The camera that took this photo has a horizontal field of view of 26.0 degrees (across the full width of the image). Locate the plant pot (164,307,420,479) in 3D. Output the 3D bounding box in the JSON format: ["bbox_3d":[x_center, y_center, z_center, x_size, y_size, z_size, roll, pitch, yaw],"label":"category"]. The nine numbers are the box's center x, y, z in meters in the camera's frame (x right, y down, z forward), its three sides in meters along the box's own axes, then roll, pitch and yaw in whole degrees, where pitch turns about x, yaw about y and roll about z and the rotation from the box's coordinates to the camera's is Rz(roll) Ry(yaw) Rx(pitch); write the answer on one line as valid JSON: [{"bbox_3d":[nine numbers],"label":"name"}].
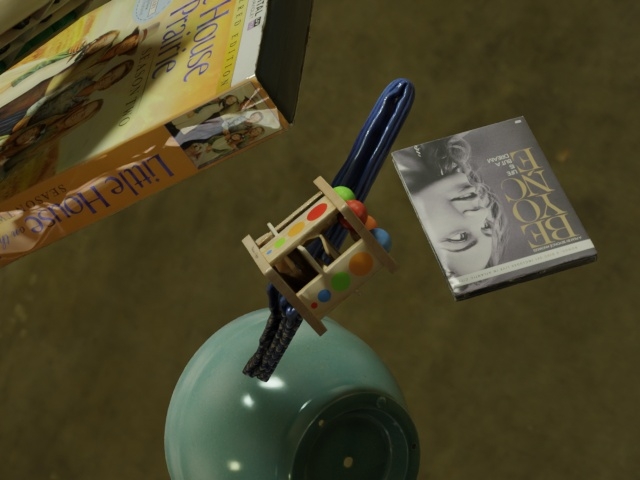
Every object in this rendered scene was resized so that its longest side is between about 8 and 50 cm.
[{"bbox_3d":[-0.007,0.237,1.608,0.196,0.293,0.293,14,82,57],"label":"plant pot"}]

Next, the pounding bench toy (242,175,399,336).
[{"bbox_3d":[-0.002,0.000,0.774,0.065,0.052,0.083,-41,26,0],"label":"pounding bench toy"}]

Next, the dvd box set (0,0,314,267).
[{"bbox_3d":[-0.200,-0.118,1.224,0.420,0.062,0.307,-23,33,23],"label":"dvd box set"}]

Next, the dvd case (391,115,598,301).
[{"bbox_3d":[0.191,-0.040,1.550,0.164,0.018,0.221,-16,52,-6],"label":"dvd case"}]

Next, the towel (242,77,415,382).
[{"bbox_3d":[0.000,0.000,1.321,0.243,0.040,0.336,-62,0,-18],"label":"towel"}]

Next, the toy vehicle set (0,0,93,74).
[{"bbox_3d":[-0.274,-0.156,1.106,0.267,0.035,0.166,-43,6,-29],"label":"toy vehicle set"}]
